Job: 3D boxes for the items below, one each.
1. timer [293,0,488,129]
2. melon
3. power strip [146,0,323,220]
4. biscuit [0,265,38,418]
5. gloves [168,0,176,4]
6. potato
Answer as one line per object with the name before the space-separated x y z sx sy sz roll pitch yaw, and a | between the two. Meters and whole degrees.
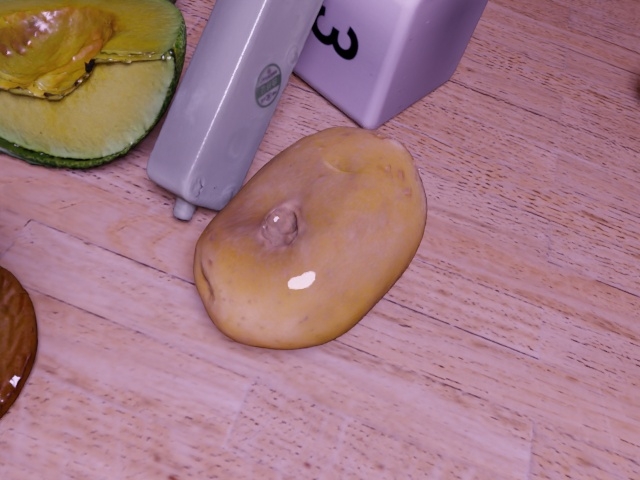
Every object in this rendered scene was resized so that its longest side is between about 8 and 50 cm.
timer | 0.068 -0.286 0.681 0.195 0.192 0.194 41 56 16
melon | -0.243 -0.170 0.574 0.264 0.129 0.169 5 40 6
power strip | -0.059 -0.196 0.535 0.062 0.091 0.386 27 94 21
biscuit | -0.315 0.086 0.430 0.187 0.027 0.188 7 55 -10
gloves | -0.230 -0.344 0.702 0.135 0.107 0.269 -9 65 18
potato | 0.000 0.000 0.500 0.234 0.146 0.150 -45 33 -20
